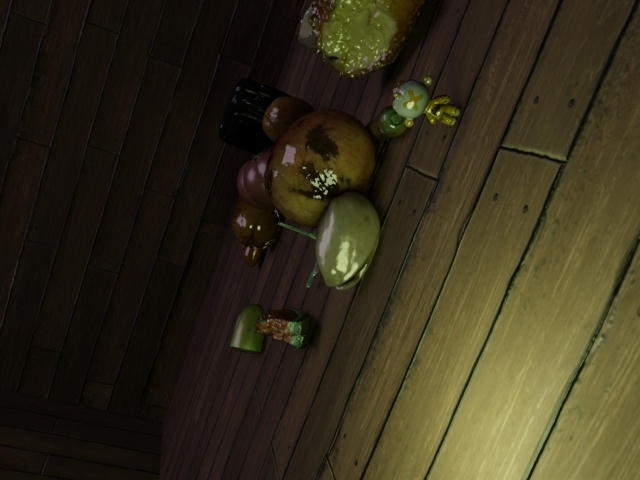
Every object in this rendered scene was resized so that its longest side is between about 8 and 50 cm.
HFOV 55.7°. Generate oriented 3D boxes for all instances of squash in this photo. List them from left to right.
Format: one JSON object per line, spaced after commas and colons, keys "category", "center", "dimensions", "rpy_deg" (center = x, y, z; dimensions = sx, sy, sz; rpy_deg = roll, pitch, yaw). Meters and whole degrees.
{"category": "squash", "center": [-0.250, 0.317, 2.195], "dimensions": [0.123, 0.123, 0.187], "rpy_deg": [143, 145, -63]}

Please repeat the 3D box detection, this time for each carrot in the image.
{"category": "carrot", "center": [0.157, -0.295, 1.576], "dimensions": [0.298, 0.078, 0.078], "rpy_deg": [-156, 83, -79]}

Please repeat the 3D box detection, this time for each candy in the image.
{"category": "candy", "center": [-0.026, -0.013, 1.638], "dimensions": [0.058, 0.194, 0.062], "rpy_deg": [-70, 16, -3]}

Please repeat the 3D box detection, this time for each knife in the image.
{"category": "knife", "center": [0.002, 0.000, 1.787], "dimensions": [0.123, 0.053, 0.278], "rpy_deg": [125, 157, -58]}

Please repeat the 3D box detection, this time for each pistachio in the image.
{"category": "pistachio", "center": [0.062, 0.001, 1.448], "dimensions": [0.153, 0.137, 0.238], "rpy_deg": [14, 87, 39]}

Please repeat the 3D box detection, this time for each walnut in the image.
{"category": "walnut", "center": [-0.258, -0.117, 2.508], "dimensions": [0.209, 0.209, 0.336], "rpy_deg": [126, 155, -48]}
{"category": "walnut", "center": [-0.117, -0.458, 2.354], "dimensions": [0.195, 0.221, 0.195], "rpy_deg": [-12, 73, 45]}

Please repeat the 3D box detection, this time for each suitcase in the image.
{"category": "suitcase", "center": [-0.238, -0.509, 2.584], "dimensions": [0.339, 0.345, 0.188], "rpy_deg": [133, 155, -56]}

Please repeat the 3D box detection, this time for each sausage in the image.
{"category": "sausage", "center": [-0.276, 0.001, 2.637], "dimensions": [0.098, 0.098, 0.238], "rpy_deg": [-179, 106, -73]}

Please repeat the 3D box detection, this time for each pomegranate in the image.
{"category": "pomegranate", "center": [-0.001, -0.190, 1.607], "dimensions": [0.322, 0.322, 0.322], "rpy_deg": [-163, 90, -74]}

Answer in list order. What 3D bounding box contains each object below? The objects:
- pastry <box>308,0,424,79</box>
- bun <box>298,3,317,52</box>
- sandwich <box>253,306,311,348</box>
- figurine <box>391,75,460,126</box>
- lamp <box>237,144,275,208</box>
{"category": "pastry", "center": [0.130, -0.654, 1.630], "dimensions": [0.405, 0.292, 0.337], "rpy_deg": [116, 175, -58]}
{"category": "bun", "center": [0.026, -0.867, 2.423], "dimensions": [0.259, 0.152, 0.259], "rpy_deg": [-41, 36, 39]}
{"category": "sandwich", "center": [-0.098, 0.234, 1.721], "dimensions": [0.235, 0.159, 0.079], "rpy_deg": [-22, -55, -85]}
{"category": "figurine", "center": [0.207, -0.268, 1.218], "dimensions": [0.101, 0.143, 0.068], "rpy_deg": [-44, 23, 13]}
{"category": "lamp", "center": [-0.151, -0.220, 2.190], "dimensions": [0.305, 0.240, 0.305], "rpy_deg": [-28, 13, 7]}
